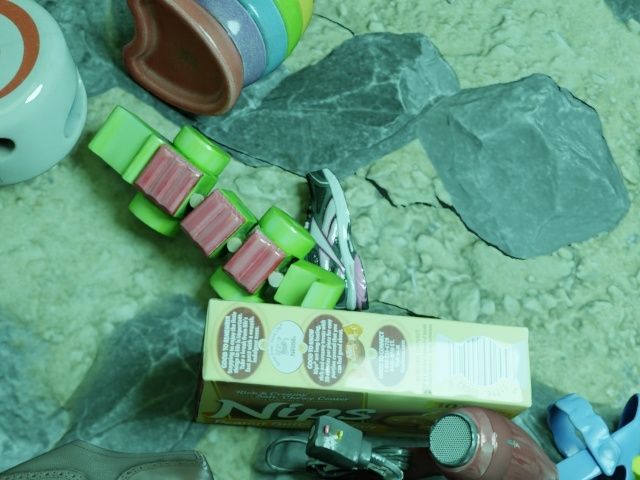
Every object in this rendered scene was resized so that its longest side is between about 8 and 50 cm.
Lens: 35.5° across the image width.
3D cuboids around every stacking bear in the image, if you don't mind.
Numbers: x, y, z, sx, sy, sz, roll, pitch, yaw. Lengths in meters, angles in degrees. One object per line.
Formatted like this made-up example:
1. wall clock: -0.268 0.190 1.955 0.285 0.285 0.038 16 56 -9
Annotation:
1. stacking bear: -0.081 -0.295 1.207 0.164 0.175 0.289 36 59 8

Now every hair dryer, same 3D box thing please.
1. hair dryer: 0.105 0.206 0.989 0.294 0.223 0.080 12 73 -9

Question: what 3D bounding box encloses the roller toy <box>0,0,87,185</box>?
1. roller toy: -0.363 -0.162 1.104 0.209 0.146 0.191 -40 70 -16

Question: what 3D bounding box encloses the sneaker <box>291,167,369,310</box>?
1. sneaker: 0.000 0.000 1.142 0.077 0.072 0.178 -12 64 -3

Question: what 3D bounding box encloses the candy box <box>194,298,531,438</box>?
1. candy box: 0.035 0.139 1.025 0.317 0.183 0.087 6 66 -7

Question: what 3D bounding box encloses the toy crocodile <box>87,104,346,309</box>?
1. toy crocodile: -0.116 -0.025 1.090 0.340 0.105 0.115 42 96 10

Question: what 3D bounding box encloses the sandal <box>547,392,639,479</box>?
1. sandal: 0.274 0.286 1.048 0.138 0.126 0.317 22 59 9

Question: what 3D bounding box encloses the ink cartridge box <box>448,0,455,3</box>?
1. ink cartridge box: 0.164 -0.387 1.307 0.181 0.104 0.061 43 68 9

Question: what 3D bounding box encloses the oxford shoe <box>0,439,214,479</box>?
1. oxford shoe: -0.280 0.273 0.974 0.364 0.129 0.132 -2 35 -3
